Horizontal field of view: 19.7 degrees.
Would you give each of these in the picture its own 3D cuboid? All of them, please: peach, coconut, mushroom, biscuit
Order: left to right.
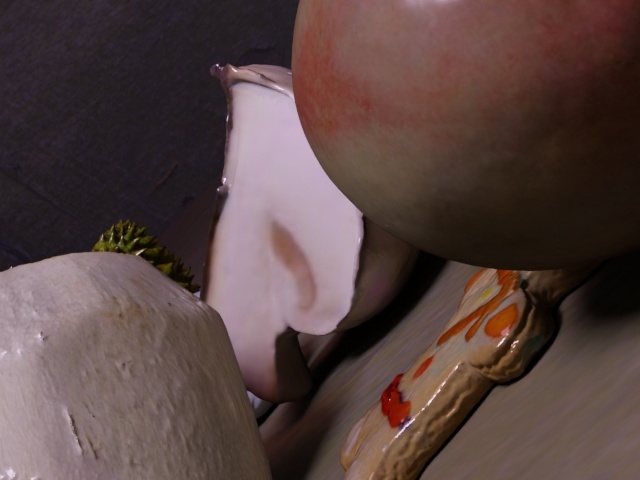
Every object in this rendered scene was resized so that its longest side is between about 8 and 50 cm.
[{"bbox_3d":[-0.161,0.149,1.180,0.245,0.247,0.245,-15,-15,-4],"label":"coconut"},{"bbox_3d":[0.025,-0.002,1.342,0.162,0.173,0.236,17,105,43],"label":"mushroom"},{"bbox_3d":[0.088,0.051,1.003,0.234,0.030,0.153,-49,9,9],"label":"biscuit"},{"bbox_3d":[0.117,-0.127,0.860,0.292,0.247,0.292,-49,15,19],"label":"peach"}]

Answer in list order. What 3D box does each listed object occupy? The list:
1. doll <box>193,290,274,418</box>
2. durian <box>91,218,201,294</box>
[{"bbox_3d":[-0.087,0.095,1.485,0.181,0.110,0.107,141,149,-75],"label":"doll"},{"bbox_3d":[-0.219,0.103,1.953,0.237,0.176,0.200,-58,20,-19],"label":"durian"}]
